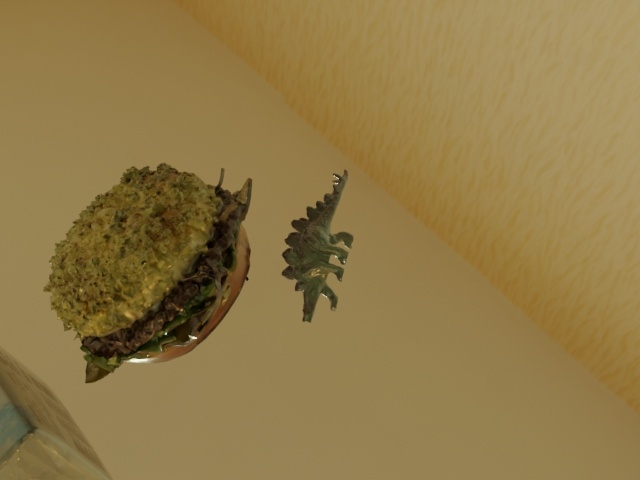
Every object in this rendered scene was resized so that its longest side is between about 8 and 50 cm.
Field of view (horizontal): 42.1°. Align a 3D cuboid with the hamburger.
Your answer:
[{"bbox_3d":[-0.179,0.020,0.868,0.262,0.138,0.243,-22,-141,28],"label":"hamburger"}]

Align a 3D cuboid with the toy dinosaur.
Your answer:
[{"bbox_3d":[0.000,-0.001,0.990,0.082,0.039,0.209,17,-112,0],"label":"toy dinosaur"}]

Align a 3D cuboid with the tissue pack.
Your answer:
[{"bbox_3d":[-0.350,0.228,0.899,0.145,0.159,0.229,-45,-136,-12],"label":"tissue pack"}]
